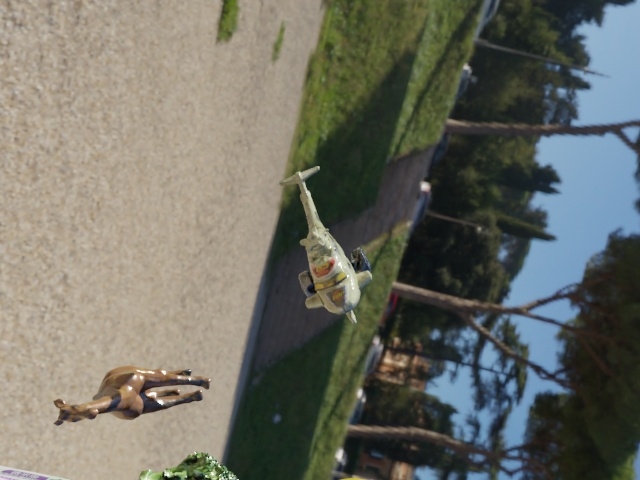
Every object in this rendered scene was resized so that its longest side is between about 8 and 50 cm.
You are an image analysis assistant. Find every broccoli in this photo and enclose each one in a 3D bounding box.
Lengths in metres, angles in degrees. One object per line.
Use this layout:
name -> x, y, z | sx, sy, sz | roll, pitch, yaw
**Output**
broccoli -> -0.186, 0.387, 1.145 | 0.195, 0.156, 0.195 | -160, -90, -75

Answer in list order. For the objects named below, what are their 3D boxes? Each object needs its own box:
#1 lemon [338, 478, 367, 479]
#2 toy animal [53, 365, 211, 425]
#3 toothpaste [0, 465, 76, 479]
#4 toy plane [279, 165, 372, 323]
lemon -> 0.063, 0.563, 1.513 | 0.267, 0.267, 0.267 | 14, 90, -89
toy animal -> -0.252, 0.205, 1.074 | 0.224, 0.230, 0.066 | -3, -95, 57
toothpaste -> -0.303, 0.241, 0.781 | 0.040, 0.196, 0.047 | -44, 143, -81
toy plane -> 0.000, 0.000, 1.069 | 0.108, 0.092, 0.286 | 61, 7, -32
